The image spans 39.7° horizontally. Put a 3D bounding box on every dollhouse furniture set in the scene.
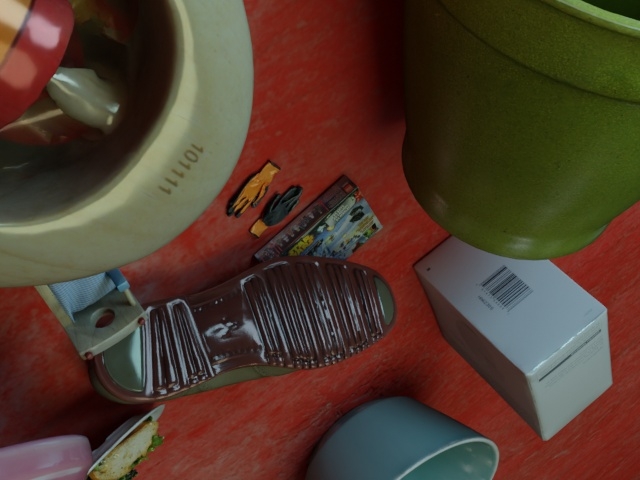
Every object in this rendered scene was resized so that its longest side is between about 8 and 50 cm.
[{"bbox_3d":[-0.167,-0.021,0.747,0.184,0.129,0.129,-33,142,-14],"label":"dollhouse furniture set"}]

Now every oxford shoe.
[{"bbox_3d":[-0.083,0.096,0.962,0.348,0.123,0.130,-7,167,-26],"label":"oxford shoe"}]

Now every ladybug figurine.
[{"bbox_3d":[-0.235,-0.146,0.498,0.305,0.162,0.449,-51,132,2],"label":"ladybug figurine"}]

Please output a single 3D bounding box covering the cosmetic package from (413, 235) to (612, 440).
[{"bbox_3d":[0.267,0.116,1.208,0.138,0.224,0.224,-37,143,-8],"label":"cosmetic package"}]

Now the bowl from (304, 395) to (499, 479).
[{"bbox_3d":[0.098,0.357,1.338,0.311,0.163,0.311,-25,139,-24],"label":"bowl"}]

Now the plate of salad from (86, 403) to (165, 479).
[{"bbox_3d":[-0.234,0.259,0.965,0.200,0.048,0.200,-48,176,-5],"label":"plate of salad"}]

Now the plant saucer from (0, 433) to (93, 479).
[{"bbox_3d":[-0.352,0.256,0.750,0.332,0.084,0.332,-19,169,-4],"label":"plant saucer"}]

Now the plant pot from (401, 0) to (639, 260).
[{"bbox_3d":[0.224,-0.173,0.825,0.366,0.366,0.353,-23,151,-25],"label":"plant pot"}]

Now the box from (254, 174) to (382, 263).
[{"bbox_3d":[0.000,0.000,1.010,0.137,0.027,0.094,-41,144,-3],"label":"box"}]

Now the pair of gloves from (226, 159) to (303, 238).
[{"bbox_3d":[-0.057,-0.041,0.931,0.074,0.010,0.083,-46,144,3],"label":"pair of gloves"}]
